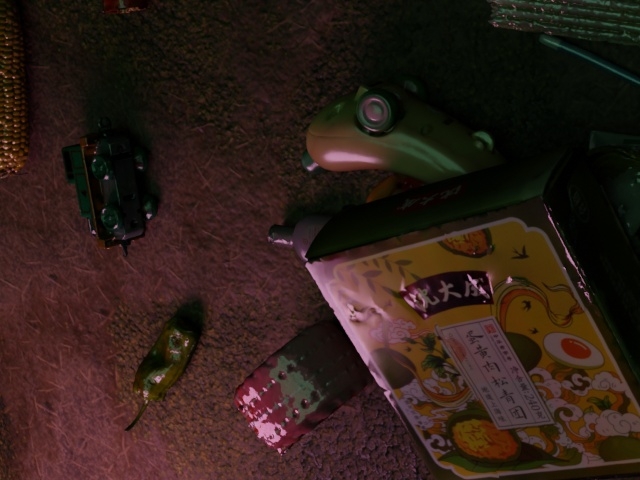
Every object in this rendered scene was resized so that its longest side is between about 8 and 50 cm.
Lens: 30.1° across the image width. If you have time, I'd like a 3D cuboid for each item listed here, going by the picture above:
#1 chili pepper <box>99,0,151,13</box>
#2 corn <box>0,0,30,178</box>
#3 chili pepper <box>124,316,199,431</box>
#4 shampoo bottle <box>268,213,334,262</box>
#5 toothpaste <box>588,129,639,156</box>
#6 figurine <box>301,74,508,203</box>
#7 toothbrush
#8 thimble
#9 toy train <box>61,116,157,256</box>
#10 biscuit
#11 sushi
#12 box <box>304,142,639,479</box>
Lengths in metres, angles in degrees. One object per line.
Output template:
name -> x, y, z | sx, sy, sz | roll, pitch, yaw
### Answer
chili pepper -> -0.307, -0.434, 1.826 | 0.088, 0.065, 0.168 | 0, 97, 44
corn -> -0.535, -0.255, 1.978 | 0.106, 0.106, 0.305 | 11, 106, 27
chili pepper -> -0.266, 0.215, 1.967 | 0.072, 0.073, 0.204 | 43, 110, 34
shampoo bottle -> 0.000, 0.000, 1.770 | 0.165, 0.040, 0.079 | 7, 108, 29
toothpaste -> 0.439, -0.104, 1.488 | 0.218, 0.041, 0.064 | 5, 95, 32
figurine -> 0.123, -0.087, 1.628 | 0.325, 0.124, 0.222 | 31, 117, 15
toothbrush -> 0.398, -0.202, 1.495 | 0.276, 0.019, 0.025 | 31, 111, 20
thimble -> -0.021, 0.213, 1.768 | 0.189, 0.163, 0.125 | -41, 81, 18
toy train -> -0.346, -0.087, 1.923 | 0.136, 0.091, 0.227 | 4, 107, 40
biscuit -> 0.325, -0.285, 1.463 | 0.239, 0.108, 0.061 | 14, 116, 26
sushi -> 0.434, -0.022, 1.443 | 0.291, 0.131, 0.139 | 35, 152, 16
box -> 0.235, 0.118, 1.518 | 0.373, 0.138, 0.420 | -15, 114, 40
